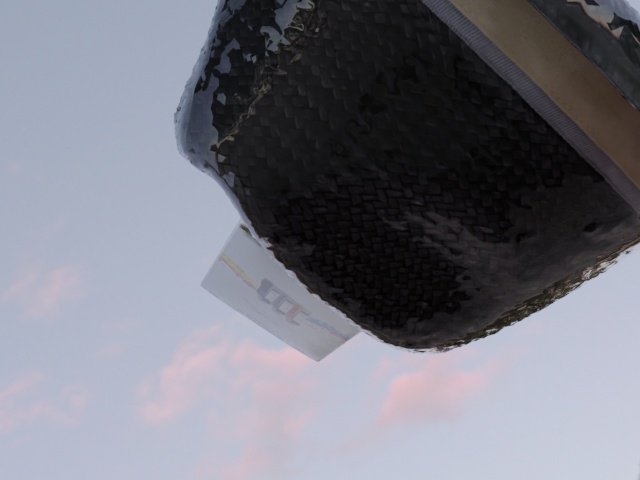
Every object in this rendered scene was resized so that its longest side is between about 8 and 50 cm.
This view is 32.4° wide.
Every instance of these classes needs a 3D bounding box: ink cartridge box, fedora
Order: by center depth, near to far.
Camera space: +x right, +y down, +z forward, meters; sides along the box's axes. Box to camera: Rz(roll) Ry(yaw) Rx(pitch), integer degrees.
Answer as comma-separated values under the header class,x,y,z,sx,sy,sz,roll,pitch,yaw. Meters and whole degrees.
class,x,y,z,sx,sy,sz,roll,pitch,yaw
fedora,0.044,-0.049,0.466,0.152,0.334,0.334,-47,-44,11
ink cartridge box,0.000,0.000,0.887,0.128,0.127,0.176,-58,5,-23
